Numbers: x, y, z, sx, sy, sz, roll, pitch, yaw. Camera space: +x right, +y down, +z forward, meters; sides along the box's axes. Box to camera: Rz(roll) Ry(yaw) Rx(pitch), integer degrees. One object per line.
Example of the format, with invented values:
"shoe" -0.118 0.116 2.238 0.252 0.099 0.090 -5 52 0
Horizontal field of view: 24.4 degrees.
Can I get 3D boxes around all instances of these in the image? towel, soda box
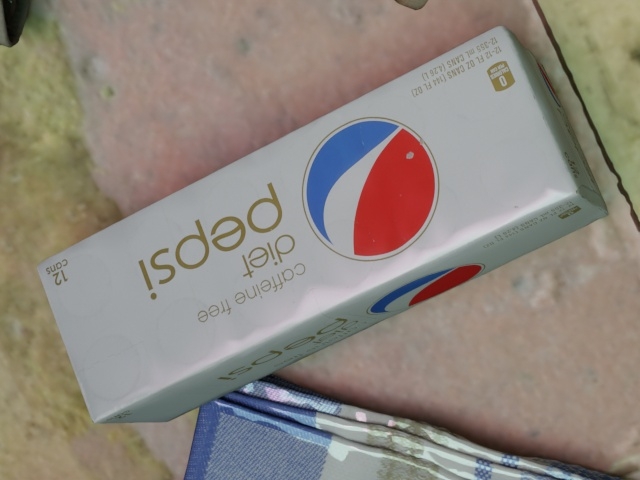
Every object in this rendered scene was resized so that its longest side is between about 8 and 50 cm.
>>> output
"towel" 0.064 0.182 0.678 0.285 0.034 0.209 15 111 4
"soda box" 0.000 0.000 0.593 0.216 0.069 0.074 -26 75 17

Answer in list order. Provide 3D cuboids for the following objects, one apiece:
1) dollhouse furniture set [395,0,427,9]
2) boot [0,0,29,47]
"dollhouse furniture set" -0.024 -0.207 0.463 0.212 0.161 0.242 18 105 -12
"boot" -0.216 -0.174 0.575 0.208 0.076 0.190 10 123 12
